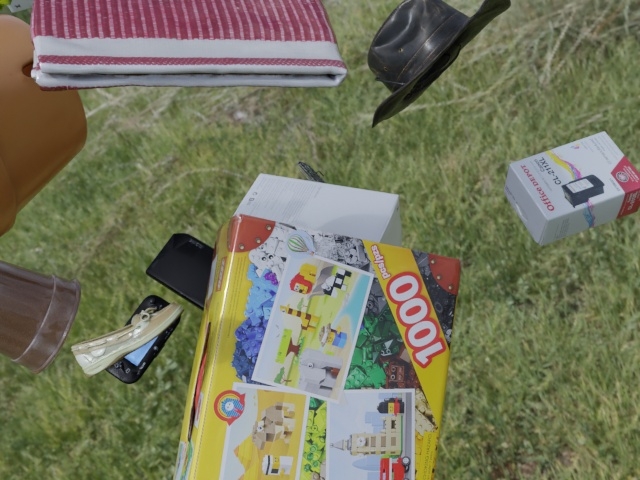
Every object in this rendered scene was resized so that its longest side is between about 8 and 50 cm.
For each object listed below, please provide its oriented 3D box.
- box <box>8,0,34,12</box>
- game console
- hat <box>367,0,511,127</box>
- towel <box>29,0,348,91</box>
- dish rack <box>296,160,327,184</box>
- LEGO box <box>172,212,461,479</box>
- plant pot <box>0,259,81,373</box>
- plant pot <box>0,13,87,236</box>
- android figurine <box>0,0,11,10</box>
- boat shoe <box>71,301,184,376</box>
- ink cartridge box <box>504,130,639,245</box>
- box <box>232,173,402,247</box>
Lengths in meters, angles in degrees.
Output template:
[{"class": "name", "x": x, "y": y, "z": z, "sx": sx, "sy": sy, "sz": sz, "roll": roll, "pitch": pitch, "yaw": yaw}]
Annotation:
[{"class": "box", "x": -0.762, "y": -0.718, "z": 1.853, "sx": 0.181, "sy": 0.181, "sz": 0.119, "roll": -18, "pitch": 61, "yaw": -3}, {"class": "game console", "x": -0.347, "y": 0.164, "z": 1.623, "sx": 0.213, "sy": 0.044, "sz": 0.361, "roll": 27, "pitch": 75, "yaw": 24}, {"class": "hat", "x": 0.177, "y": -0.358, "z": 1.288, "sx": 0.331, "sy": 0.134, "sz": 0.331, "roll": -41, "pitch": -3, "yaw": -2}, {"class": "towel", "x": -0.123, "y": -0.233, "z": 0.631, "sx": 0.236, "sy": 0.037, "sz": 0.329, "roll": -4, "pitch": 47, "yaw": -14}, {"class": "dish rack", "x": 0.018, "y": -0.114, "z": 2.069, "sx": 0.074, "sy": 0.272, "sz": 0.208, "roll": -41, "pitch": -7, "yaw": 8}, {"class": "LEGO box", "x": -0.012, "y": 0.245, "z": 1.126, "sx": 0.193, "sy": 0.372, "sz": 0.501, "roll": 161, "pitch": 119, "yaw": -72}, {"class": "plant pot", "x": -0.497, "y": 0.106, "z": 1.135, "sx": 0.167, "sy": 0.165, "sz": 0.167, "roll": -34, "pitch": 40, "yaw": 35}, {"class": "plant pot", "x": -0.439, "y": -0.155, "z": 0.897, "sx": 0.290, "sy": 0.291, "sz": 0.203, "roll": 5, "pitch": 37, "yaw": 44}, {"class": "android figurine", "x": -0.671, "y": -0.526, "z": 1.316, "sx": 0.272, "sy": 0.248, "sz": 0.056, "roll": 8, "pitch": 60, "yaw": -2}, {"class": "boat shoe", "x": -0.249, "y": 0.119, "z": 0.928, "sx": 0.153, "sy": 0.048, "sz": 0.056, "roll": -32, "pitch": 4, "yaw": 5}, {"class": "ink cartridge box", "x": 0.403, "y": -0.084, "z": 1.142, "sx": 0.175, "sy": 0.072, "sz": 0.128, "roll": -19, "pitch": 56, "yaw": -7}, {"class": "box", "x": 0.000, "y": 0.000, "z": 1.639, "sx": 0.345, "sy": 0.215, "sz": 0.168, "roll": 10, "pitch": 47, "yaw": 19}]
